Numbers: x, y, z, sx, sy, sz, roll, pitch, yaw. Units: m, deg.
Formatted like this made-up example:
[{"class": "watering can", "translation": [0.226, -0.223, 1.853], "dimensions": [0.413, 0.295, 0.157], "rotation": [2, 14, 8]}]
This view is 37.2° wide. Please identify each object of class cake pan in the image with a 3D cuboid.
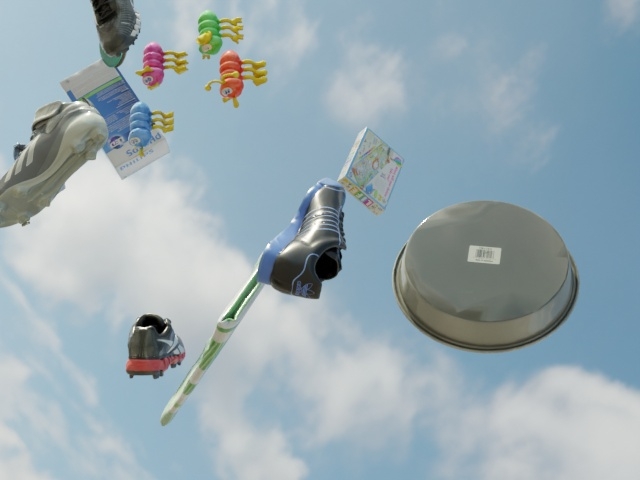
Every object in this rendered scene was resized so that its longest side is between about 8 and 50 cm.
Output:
[{"class": "cake pan", "translation": [0.258, 0.043, 1.490], "dimensions": [0.293, 0.293, 0.054], "rotation": [28, -33, 29]}]

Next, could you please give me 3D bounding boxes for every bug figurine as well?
[{"class": "bug figurine", "translation": [-0.224, -0.266, 1.557], "dimensions": [0.279, 0.216, 0.072], "rotation": [-24, -35, 24]}]

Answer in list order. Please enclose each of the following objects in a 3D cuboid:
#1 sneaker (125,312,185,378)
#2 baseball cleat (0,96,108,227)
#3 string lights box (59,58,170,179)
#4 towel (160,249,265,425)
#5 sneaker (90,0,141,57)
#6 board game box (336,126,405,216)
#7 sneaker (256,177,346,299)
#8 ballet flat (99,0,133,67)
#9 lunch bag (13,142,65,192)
[{"class": "sneaker", "translation": [-0.368, 0.227, 2.156], "dimensions": [0.098, 0.276, 0.135], "rotation": [0, -87, 6]}, {"class": "baseball cleat", "translation": [-0.369, -0.104, 1.248], "dimensions": [0.109, 0.206, 0.072], "rotation": [52, 0, 33]}, {"class": "string lights box", "translation": [-0.469, -0.282, 2.173], "dimensions": [0.259, 0.133, 0.076], "rotation": [55, -11, 16]}, {"class": "towel", "translation": [-0.187, 0.175, 1.761], "dimensions": [0.038, 0.248, 0.325], "rotation": [34, -49, -3]}, {"class": "sneaker", "translation": [-0.347, -0.392, 1.532], "dimensions": [0.078, 0.234, 0.106], "rotation": [-26, -42, 22]}, {"class": "board game box", "translation": [0.097, -0.132, 1.798], "dimensions": [0.103, 0.154, 0.026], "rotation": [39, -45, -15]}, {"class": "sneaker", "translation": [0.000, 0.000, 1.289], "dimensions": [0.090, 0.232, 0.081], "rotation": [21, -48, 13]}, {"class": "ballet flat", "translation": [-0.416, -0.439, 1.984], "dimensions": [0.072, 0.068, 0.213], "rotation": [43, -28, 8]}, {"class": "lunch bag", "translation": [-0.409, -0.104, 1.377], "dimensions": [0.083, 0.053, 0.071], "rotation": [48, -17, -1]}]
